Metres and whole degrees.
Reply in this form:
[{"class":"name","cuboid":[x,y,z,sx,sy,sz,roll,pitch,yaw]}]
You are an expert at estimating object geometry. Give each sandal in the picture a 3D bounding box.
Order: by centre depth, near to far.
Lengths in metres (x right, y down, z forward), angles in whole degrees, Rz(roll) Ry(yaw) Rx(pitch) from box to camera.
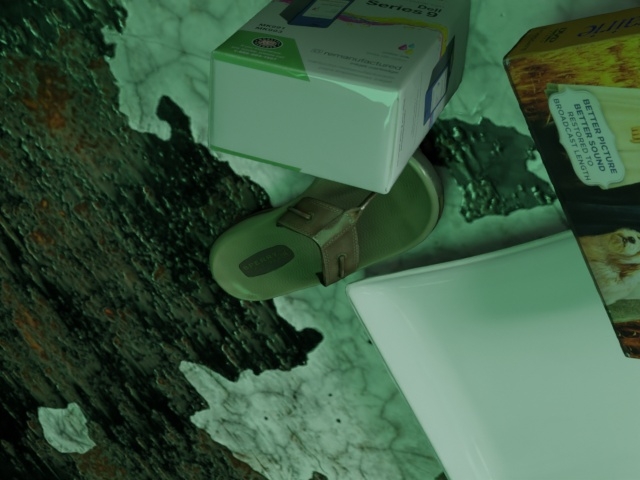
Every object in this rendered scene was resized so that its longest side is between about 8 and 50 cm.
[{"class":"sandal","cuboid":[0.000,0.002,1.098,0.303,0.086,0.120,-31,106,37]}]

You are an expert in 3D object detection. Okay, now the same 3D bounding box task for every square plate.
[{"class":"square plate","cuboid":[0.245,0.137,1.104,0.347,0.049,0.344,-16,114,32]}]

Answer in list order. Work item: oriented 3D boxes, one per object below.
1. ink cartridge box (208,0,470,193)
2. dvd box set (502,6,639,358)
[{"class":"ink cartridge box","cuboid":[0.021,-0.140,0.913,0.154,0.212,0.093,15,124,16]},{"class":"dvd box set","cuboid":[0.364,-0.039,0.783,0.420,0.062,0.308,-2,124,45]}]
